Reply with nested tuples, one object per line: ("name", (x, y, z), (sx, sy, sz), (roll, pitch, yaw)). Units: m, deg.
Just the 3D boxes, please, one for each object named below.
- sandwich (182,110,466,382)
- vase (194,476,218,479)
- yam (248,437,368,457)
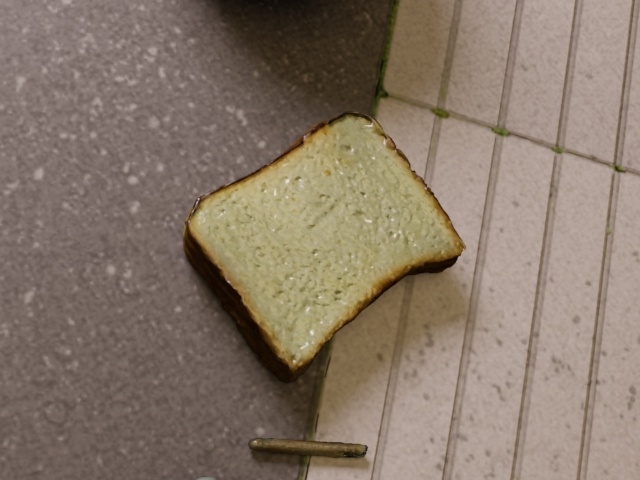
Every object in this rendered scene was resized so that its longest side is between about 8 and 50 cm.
("sandwich", (0.000, 0.000, 0.988), (0.214, 0.065, 0.186), (-37, 87, -22))
("vase", (-0.039, 0.335, 0.805), (0.291, 0.245, 0.245), (38, 68, 3))
("yam", (-0.011, 0.181, 0.960), (0.107, 0.014, 0.014), (6, 73, -15))
